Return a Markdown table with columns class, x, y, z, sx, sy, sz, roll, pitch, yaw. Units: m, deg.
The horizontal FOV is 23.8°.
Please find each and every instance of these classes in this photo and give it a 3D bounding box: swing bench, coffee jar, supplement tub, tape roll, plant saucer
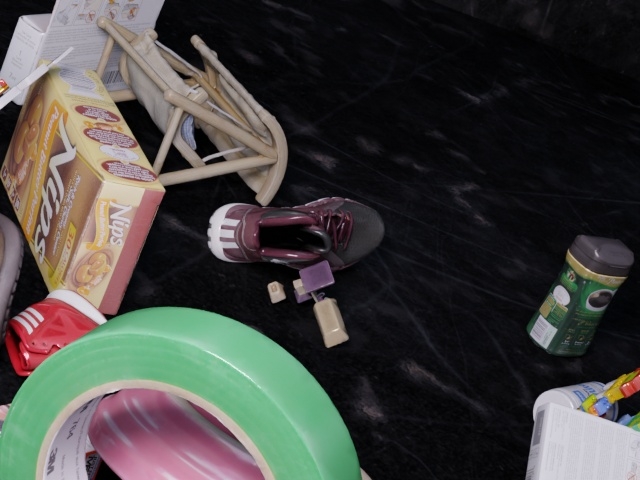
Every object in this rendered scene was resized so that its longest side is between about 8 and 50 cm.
| class | x | y | z | sx | sy | sz | roll | pitch | yaw |
| --- | --- | --- | --- | --- | --- | --- | --- | --- | --- |
| swing bench | -0.200 | -0.194 | 2.274 | 0.255 | 0.165 | 0.253 | 5 | 30 | -39 |
| coffee jar | 0.383 | 0.078 | 2.237 | 0.096 | 0.184 | 0.079 | 7 | 30 | -36 |
| supplement tub | 0.342 | 0.228 | 2.033 | 0.107 | 0.071 | 0.071 | -3 | 36 | -48 |
| tape roll | -0.122 | 0.219 | 1.302 | 0.321 | 0.321 | 0.077 | 30 | 24 | 12 |
| plant saucer | -0.068 | 0.226 | 1.512 | 0.332 | 0.084 | 0.332 | 29 | 6 | -3 |

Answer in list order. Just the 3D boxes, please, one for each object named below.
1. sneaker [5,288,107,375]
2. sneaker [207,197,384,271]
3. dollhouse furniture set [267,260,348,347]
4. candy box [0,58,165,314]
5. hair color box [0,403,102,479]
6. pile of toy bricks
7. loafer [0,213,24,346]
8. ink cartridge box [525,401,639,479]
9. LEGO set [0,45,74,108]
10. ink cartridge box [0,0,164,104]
| class | x | y | z | sx | sy | sz | roll | pitch | yaw |
| --- | --- | --- | --- | --- | --- | --- | --- | --- | --- |
| sneaker | -0.254 | 0.139 | 1.665 | 0.221 | 0.087 | 0.128 | 23 | 30 | 26 |
| sneaker | 0.000 | 0.000 | 2.076 | 0.281 | 0.106 | 0.162 | -4 | 6 | -32 |
| dollhouse furniture set | -0.008 | 0.106 | 2.032 | 0.081 | 0.091 | 0.114 | 62 | 7 | -60 |
| candy box | -0.305 | -0.072 | 1.900 | 0.087 | 0.183 | 0.316 | 9 | 28 | -30 |
| hair color box | -0.303 | 0.209 | 1.485 | 0.093 | 0.053 | 0.167 | 38 | 26 | 29 |
| pile of toy bricks | 0.390 | 0.242 | 1.933 | 0.212 | 0.105 | 0.118 | -33 | 91 | -50 |
| loafer | -0.427 | 0.011 | 1.705 | 0.130 | 0.134 | 0.366 | 6 | 20 | -27 |
| ink cartridge box | 0.336 | 0.289 | 1.841 | 0.179 | 0.045 | 0.145 | 21 | 64 | -16 |
| LEGO set | -0.435 | -0.164 | 1.891 | 0.060 | 0.244 | 0.182 | 52 | 36 | -12 |
| ink cartridge box | -0.352 | -0.332 | 2.320 | 0.060 | 0.239 | 0.275 | 34 | 25 | 21 |
